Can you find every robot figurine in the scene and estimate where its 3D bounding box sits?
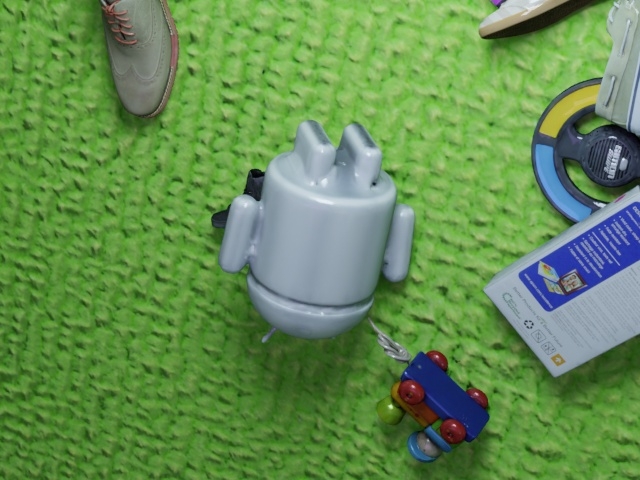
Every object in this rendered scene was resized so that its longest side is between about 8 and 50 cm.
[{"bbox_3d":[0.000,0.000,2.067,0.300,0.200,0.353,6,116,-14],"label":"robot figurine"}]

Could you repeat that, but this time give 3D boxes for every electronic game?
[{"bbox_3d":[0.409,-0.118,1.933,0.229,0.048,0.229,8,113,20],"label":"electronic game"}]

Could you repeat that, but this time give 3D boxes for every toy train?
[{"bbox_3d":[0.134,0.238,2.173,0.248,0.105,0.143,43,134,2],"label":"toy train"}]

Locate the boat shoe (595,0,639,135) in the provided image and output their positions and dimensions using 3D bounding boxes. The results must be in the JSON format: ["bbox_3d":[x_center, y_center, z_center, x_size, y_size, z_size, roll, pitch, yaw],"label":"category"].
[{"bbox_3d":[0.416,-0.273,1.782,0.094,0.109,0.302,17,124,21],"label":"boat shoe"}]

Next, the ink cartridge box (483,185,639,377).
[{"bbox_3d":[0.418,0.047,1.949,0.176,0.069,0.371,51,133,-4],"label":"ink cartridge box"}]

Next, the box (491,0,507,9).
[{"bbox_3d":[0.234,-0.417,1.898,0.162,0.029,0.116,46,120,-1],"label":"box"}]

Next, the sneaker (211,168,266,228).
[{"bbox_3d":[-0.102,-0.074,2.169,0.170,0.051,0.089,-8,107,21],"label":"sneaker"}]

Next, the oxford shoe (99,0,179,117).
[{"bbox_3d":[-0.299,-0.346,2.095,0.123,0.130,0.348,6,112,21],"label":"oxford shoe"}]

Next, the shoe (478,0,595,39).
[{"bbox_3d":[0.314,-0.335,1.879,0.219,0.076,0.058,-21,78,23],"label":"shoe"}]
